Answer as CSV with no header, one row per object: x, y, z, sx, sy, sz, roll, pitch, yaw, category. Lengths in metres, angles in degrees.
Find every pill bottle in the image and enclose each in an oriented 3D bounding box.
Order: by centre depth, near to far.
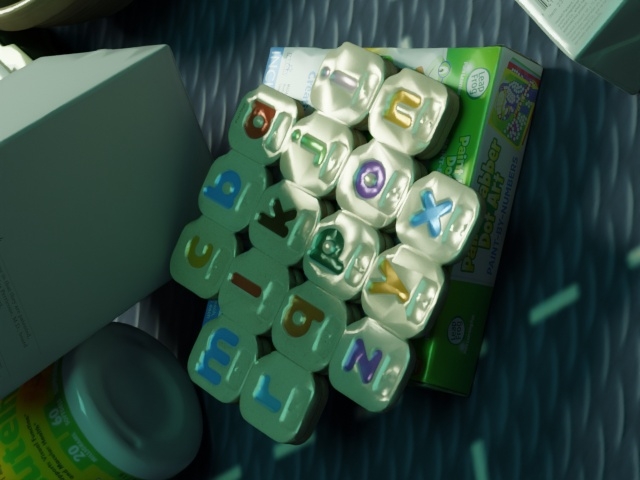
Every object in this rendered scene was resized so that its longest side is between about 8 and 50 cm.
-0.223,0.181,1.478,0.246,0.136,0.136,-36,53,31,pill bottle

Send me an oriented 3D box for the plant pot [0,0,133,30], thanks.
-0.216,-0.281,1.646,0.237,0.110,0.237,-24,50,33,plant pot

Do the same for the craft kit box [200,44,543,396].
0.033,-0.023,1.359,0.247,0.061,0.250,7,80,48,craft kit box

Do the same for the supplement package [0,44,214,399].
-0.241,-0.016,1.431,0.177,0.293,0.175,1,119,46,supplement package

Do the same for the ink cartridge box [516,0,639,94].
0.180,-0.227,1.266,0.134,0.078,0.231,-51,47,19,ink cartridge box

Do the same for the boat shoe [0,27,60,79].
-0.303,-0.154,1.697,0.302,0.113,0.103,43,112,48,boat shoe

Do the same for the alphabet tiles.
0.000,0.000,1.329,0.278,0.021,0.284,29,97,46,alphabet tiles
